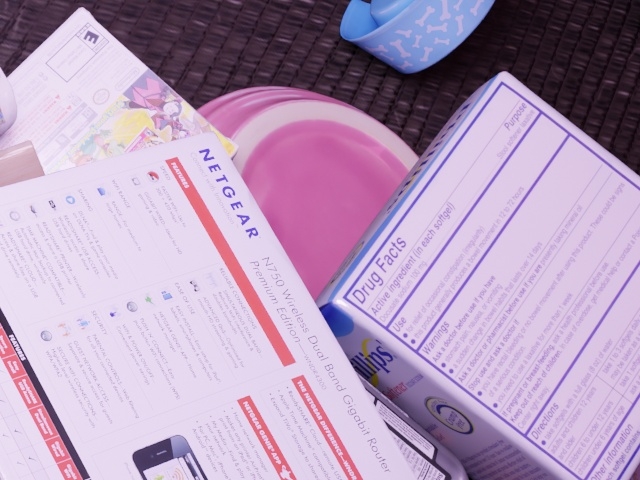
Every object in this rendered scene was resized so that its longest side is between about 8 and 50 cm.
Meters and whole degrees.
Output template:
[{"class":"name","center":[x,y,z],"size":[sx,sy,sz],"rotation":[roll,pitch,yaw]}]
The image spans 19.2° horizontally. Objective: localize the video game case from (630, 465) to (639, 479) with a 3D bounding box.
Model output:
[{"class":"video game case","center":[0.231,0.101,1.783],"size":[0.244,0.061,0.270],"rotation":[14,68,-40]}]

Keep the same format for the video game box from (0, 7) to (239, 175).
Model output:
[{"class":"video game box","center":[-0.205,-0.066,1.612],"size":[0.187,0.048,0.205],"rotation":[42,71,4]}]

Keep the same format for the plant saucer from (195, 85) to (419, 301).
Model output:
[{"class":"plant saucer","center":[0.000,0.000,1.731],"size":[0.332,0.084,0.332],"rotation":[13,62,-26]}]

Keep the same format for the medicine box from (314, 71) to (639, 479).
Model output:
[{"class":"medicine box","center":[0.174,0.056,1.612],"size":[0.289,0.149,0.263],"rotation":[38,68,-1]}]

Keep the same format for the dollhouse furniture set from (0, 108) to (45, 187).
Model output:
[{"class":"dollhouse furniture set","center":[-0.316,0.008,1.421],"size":[0.242,0.212,0.161],"rotation":[-21,45,-6]}]

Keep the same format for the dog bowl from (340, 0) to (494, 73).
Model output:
[{"class":"dog bowl","center":[0.129,-0.285,1.905],"size":[0.074,0.166,0.297],"rotation":[42,52,-21]}]

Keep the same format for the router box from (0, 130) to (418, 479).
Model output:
[{"class":"router box","center":[-0.130,0.107,1.349],"size":[0.301,0.082,0.335],"rotation":[-17,69,-37]}]

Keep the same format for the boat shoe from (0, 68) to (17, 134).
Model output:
[{"class":"boat shoe","center":[-0.363,-0.229,1.577],"size":[0.156,0.136,0.367],"rotation":[-22,68,-42]}]

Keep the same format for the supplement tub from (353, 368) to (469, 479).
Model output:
[{"class":"supplement tub","center":[-0.013,0.197,1.558],"size":[0.316,0.193,0.193],"rotation":[41,53,-8]}]
